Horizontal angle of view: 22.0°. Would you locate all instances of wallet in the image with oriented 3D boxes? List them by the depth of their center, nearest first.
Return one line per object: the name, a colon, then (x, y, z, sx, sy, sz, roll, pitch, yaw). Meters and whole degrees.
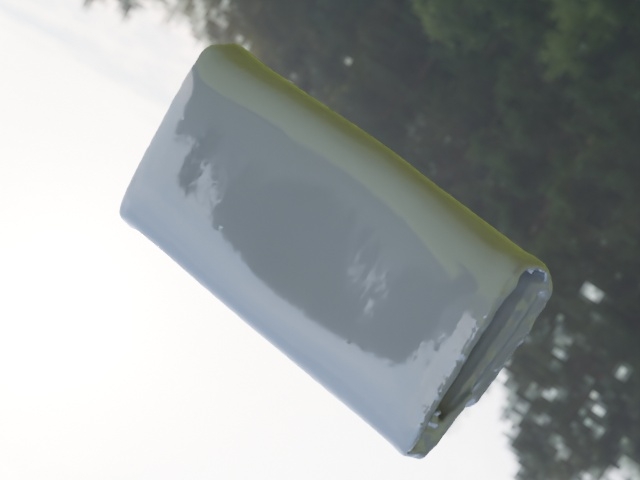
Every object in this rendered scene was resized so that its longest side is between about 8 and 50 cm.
wallet: (0.000, 0.000, 0.434, 0.122, 0.061, 0.025, 38, -173, 33)
